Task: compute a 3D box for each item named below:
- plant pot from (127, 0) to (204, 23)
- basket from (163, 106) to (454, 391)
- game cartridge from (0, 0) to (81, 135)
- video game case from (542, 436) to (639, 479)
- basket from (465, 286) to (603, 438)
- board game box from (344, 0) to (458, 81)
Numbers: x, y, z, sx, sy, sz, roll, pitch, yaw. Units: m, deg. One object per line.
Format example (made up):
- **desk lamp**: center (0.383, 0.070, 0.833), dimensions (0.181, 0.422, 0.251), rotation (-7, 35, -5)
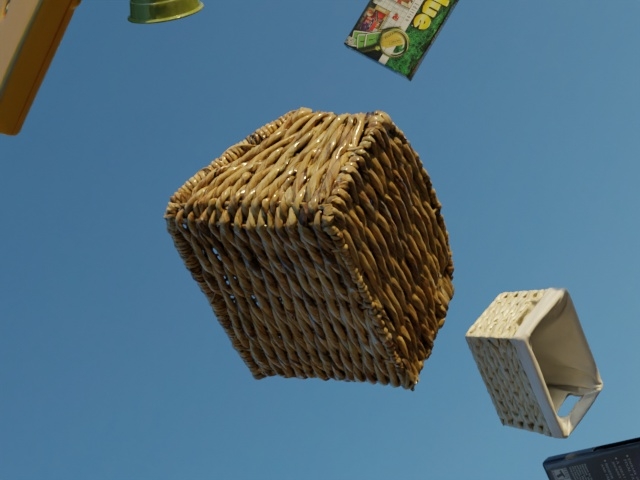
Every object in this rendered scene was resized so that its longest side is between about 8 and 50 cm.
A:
- **plant pot**: center (-0.171, -0.279, 1.291), dimensions (0.083, 0.083, 0.079), rotation (-29, -59, -38)
- **basket**: center (0.000, 0.000, 1.381), dimensions (0.299, 0.223, 0.213), rotation (63, -139, -39)
- **game cartridge**: center (-0.320, -0.327, 1.437), dimensions (0.052, 0.285, 0.324), rotation (18, -55, -28)
- **video game case**: center (0.428, 0.330, 1.491), dimensions (0.026, 0.274, 0.196), rotation (-30, -83, -53)
- **basket**: center (0.272, 0.153, 1.562), dimensions (0.113, 0.103, 0.167), rotation (-43, -60, -36)
- **board game box**: center (0.163, -0.415, 2.094), dimensions (0.260, 0.136, 0.030), rotation (-60, -16, -1)
